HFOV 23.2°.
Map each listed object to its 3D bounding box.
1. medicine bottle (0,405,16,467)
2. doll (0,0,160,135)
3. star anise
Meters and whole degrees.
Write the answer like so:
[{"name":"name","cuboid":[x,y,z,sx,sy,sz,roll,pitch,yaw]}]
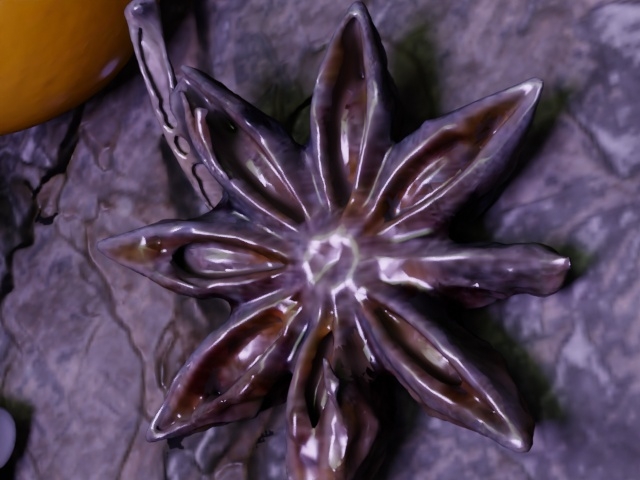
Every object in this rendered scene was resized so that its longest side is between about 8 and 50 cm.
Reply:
[{"name":"medicine bottle","cuboid":[-0.252,0.097,0.828,0.221,0.061,0.092,10,108,34]},{"name":"doll","cuboid":[-0.197,-0.121,0.767,0.213,0.213,0.236,41,115,33]},{"name":"star anise","cuboid":[0.000,-0.001,0.672,0.230,0.081,0.262,-46,70,15]}]
